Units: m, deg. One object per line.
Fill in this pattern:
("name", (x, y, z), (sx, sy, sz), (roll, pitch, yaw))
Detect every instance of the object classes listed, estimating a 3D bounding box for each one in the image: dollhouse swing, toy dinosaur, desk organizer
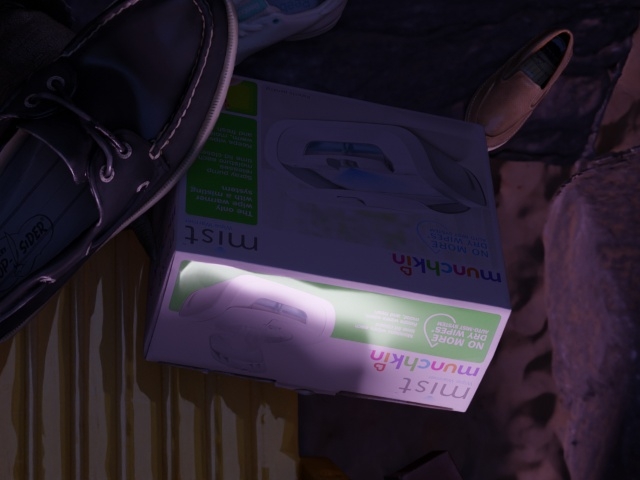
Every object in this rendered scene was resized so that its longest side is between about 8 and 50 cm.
("dollhouse swing", (-0.140, 0.152, 1.360), (0.347, 0.315, 0.305), (1, 94, -12))
("toy dinosaur", (-0.217, -0.110, 1.393), (0.121, 0.160, 0.313), (5, 38, -41))
("desk organizer", (0.110, 0.245, 1.512), (0.050, 0.047, 0.130), (-28, 90, -16))

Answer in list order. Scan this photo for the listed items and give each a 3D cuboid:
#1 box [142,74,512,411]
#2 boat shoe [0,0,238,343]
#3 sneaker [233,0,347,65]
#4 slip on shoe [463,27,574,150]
("box", (0.000, 0.000, 1.420), (0.262, 0.126, 0.231), (11, 40, -10))
("boat shoe", (-0.187, -0.055, 1.283), (0.127, 0.113, 0.340), (45, 101, 3))
("sneaker", (-0.073, -0.184, 1.496), (0.212, 0.094, 0.080), (-26, 91, -14))
("slip on shoe", (0.177, -0.135, 1.571), (0.051, 0.041, 0.135), (46, 77, -4))
